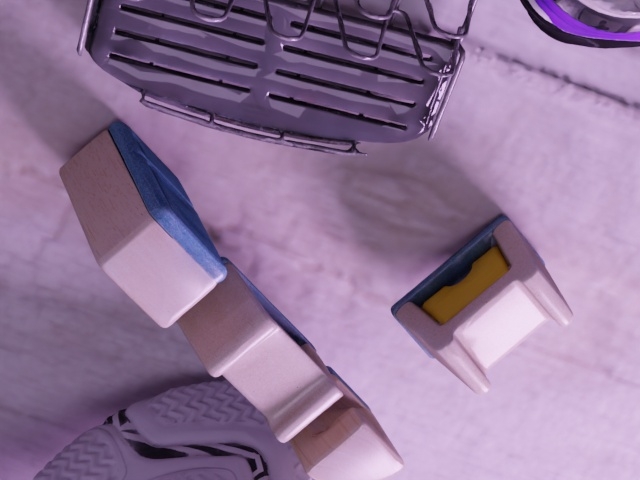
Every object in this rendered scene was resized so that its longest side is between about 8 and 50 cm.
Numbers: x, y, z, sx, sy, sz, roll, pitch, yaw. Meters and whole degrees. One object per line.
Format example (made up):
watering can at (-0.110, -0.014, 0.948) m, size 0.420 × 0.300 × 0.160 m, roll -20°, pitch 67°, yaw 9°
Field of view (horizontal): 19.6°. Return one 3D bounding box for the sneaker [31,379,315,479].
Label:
sneaker at (-0.117, 0.236, 1.074) m, size 0.366 × 0.137 × 0.210 m, roll -33°, pitch 137°, yaw -7°

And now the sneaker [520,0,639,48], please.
sneaker at (0.213, -0.164, 0.828) m, size 0.293 × 0.146 × 0.102 m, roll -21°, pitch 81°, yaw -11°

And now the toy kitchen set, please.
toy kitchen set at (0.000, 0.000, 0.962) m, size 0.166 × 0.122 × 0.207 m, roll -40°, pitch 120°, yaw 3°

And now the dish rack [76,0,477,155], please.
dish rack at (-0.003, -0.152, 0.856) m, size 0.208 × 0.074 × 0.271 m, roll 14°, pitch 125°, yaw -7°
